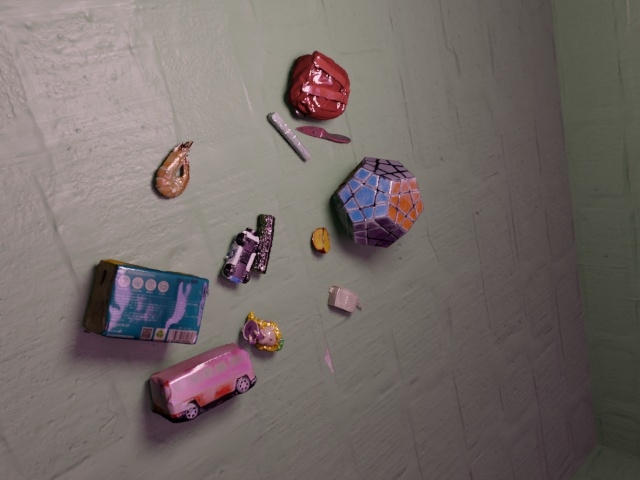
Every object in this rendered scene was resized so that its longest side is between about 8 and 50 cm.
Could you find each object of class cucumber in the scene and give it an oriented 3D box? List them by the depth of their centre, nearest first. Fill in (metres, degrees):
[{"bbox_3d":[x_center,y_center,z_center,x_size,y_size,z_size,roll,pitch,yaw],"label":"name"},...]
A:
[{"bbox_3d":[-0.177,0.012,1.776,0.058,0.058,0.187,11,87,-42],"label":"cucumber"}]

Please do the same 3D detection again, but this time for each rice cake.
[{"bbox_3d":[-0.099,-0.336,1.834,0.033,0.033,0.207,-53,126,-13],"label":"rice cake"}]

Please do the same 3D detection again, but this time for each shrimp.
[{"bbox_3d":[-0.394,-0.200,1.574,0.099,0.041,0.180,35,70,-39],"label":"shrimp"}]

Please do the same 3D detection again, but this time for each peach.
[{"bbox_3d":[0.000,0.000,1.935,0.077,0.050,0.083,-60,141,-51],"label":"peach"}]

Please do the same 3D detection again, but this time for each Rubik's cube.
[{"bbox_3d":[0.195,-0.133,1.956,0.264,0.319,0.318,13,84,-67],"label":"Rubik's cube"}]

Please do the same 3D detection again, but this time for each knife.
[{"bbox_3d":[0.014,-0.366,1.943,0.247,0.018,0.035,5,93,-41],"label":"knife"}]

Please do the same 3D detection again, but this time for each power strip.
[{"bbox_3d":[0.098,0.219,2.047,0.175,0.042,0.075,25,75,-40],"label":"power strip"}]

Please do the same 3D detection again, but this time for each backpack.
[{"bbox_3d":[0.005,-0.495,1.841,0.229,0.139,0.229,-1,92,-38],"label":"backpack"}]

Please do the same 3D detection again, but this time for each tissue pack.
[{"bbox_3d":[-0.453,0.165,1.486,0.271,0.134,0.192,16,81,-42],"label":"tissue pack"}]

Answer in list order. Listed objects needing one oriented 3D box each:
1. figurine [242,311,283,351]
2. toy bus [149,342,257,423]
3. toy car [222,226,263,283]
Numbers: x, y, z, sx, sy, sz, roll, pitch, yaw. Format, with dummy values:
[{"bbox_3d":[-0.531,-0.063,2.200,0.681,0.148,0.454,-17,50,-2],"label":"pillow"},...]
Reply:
[{"bbox_3d":[-0.175,0.286,1.788,0.156,0.095,0.114,28,36,-44],"label":"figurine"},{"bbox_3d":[-0.329,0.403,1.620,0.303,0.128,0.147,-20,103,-39],"label":"toy bus"},{"bbox_3d":[-0.238,0.043,1.712,0.080,0.070,0.170,29,76,-39],"label":"toy car"}]
